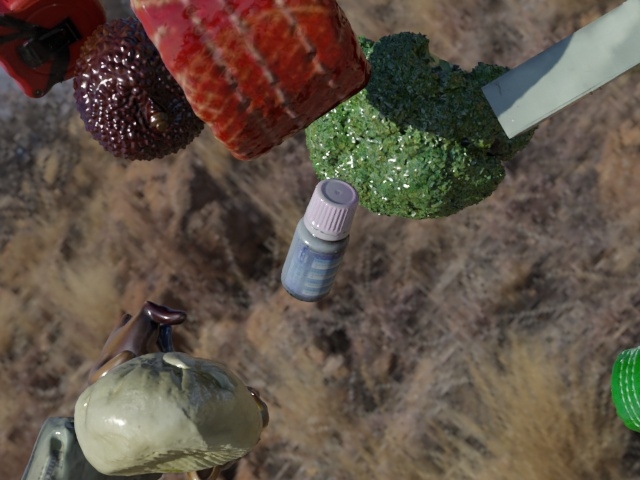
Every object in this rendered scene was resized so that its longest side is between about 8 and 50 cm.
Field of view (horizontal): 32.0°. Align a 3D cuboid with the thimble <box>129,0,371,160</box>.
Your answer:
[{"bbox_3d":[-0.096,-0.302,1.458,0.230,0.350,0.350,-29,13,5],"label":"thimble"}]

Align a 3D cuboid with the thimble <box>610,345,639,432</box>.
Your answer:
[{"bbox_3d":[0.499,0.218,1.666,0.118,0.130,0.090,-2,-17,-33],"label":"thimble"}]

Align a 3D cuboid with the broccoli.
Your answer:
[{"bbox_3d":[0.154,-0.189,1.881,0.413,0.310,0.321,-20,-12,28],"label":"broccoli"}]

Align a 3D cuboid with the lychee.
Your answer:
[{"bbox_3d":[-0.342,-0.294,2.152,0.276,0.275,0.304,-47,41,8],"label":"lychee"}]

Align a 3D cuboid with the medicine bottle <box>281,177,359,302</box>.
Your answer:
[{"bbox_3d":[0.000,0.000,1.659,0.083,0.083,0.203,-59,-9,-45],"label":"medicine bottle"}]

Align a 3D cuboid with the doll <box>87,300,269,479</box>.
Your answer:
[{"bbox_3d":[-0.252,0.266,2.011,0.209,0.340,0.318,-45,2,-2],"label":"doll"}]

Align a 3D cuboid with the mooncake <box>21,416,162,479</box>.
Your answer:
[{"bbox_3d":[-0.425,0.450,2.027,0.136,0.254,0.250,-11,60,54],"label":"mooncake"}]

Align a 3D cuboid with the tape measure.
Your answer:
[{"bbox_3d":[-0.549,-0.422,2.188,0.260,0.253,0.114,-35,53,-3],"label":"tape measure"}]

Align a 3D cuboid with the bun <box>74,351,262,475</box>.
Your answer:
[{"bbox_3d":[-0.216,0.236,1.549,0.259,0.259,0.160,-33,61,54],"label":"bun"}]

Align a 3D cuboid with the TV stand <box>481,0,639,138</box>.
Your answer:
[{"bbox_3d":[0.373,-0.250,1.593,0.269,0.088,0.082,-29,-4,24],"label":"TV stand"}]
